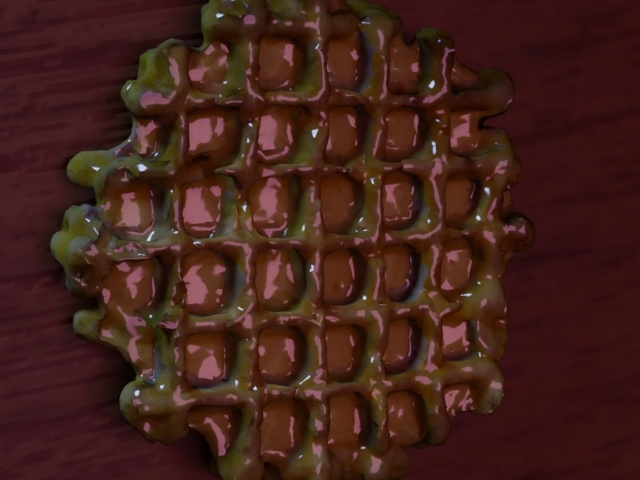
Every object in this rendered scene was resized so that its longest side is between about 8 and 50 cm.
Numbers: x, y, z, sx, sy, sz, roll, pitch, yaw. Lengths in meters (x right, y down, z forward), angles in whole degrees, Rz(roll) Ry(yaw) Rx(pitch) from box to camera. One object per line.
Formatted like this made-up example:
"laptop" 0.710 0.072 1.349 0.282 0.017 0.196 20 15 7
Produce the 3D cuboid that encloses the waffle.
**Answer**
"waffle" -0.005 0.001 0.664 0.191 0.038 0.191 -1 93 -26
